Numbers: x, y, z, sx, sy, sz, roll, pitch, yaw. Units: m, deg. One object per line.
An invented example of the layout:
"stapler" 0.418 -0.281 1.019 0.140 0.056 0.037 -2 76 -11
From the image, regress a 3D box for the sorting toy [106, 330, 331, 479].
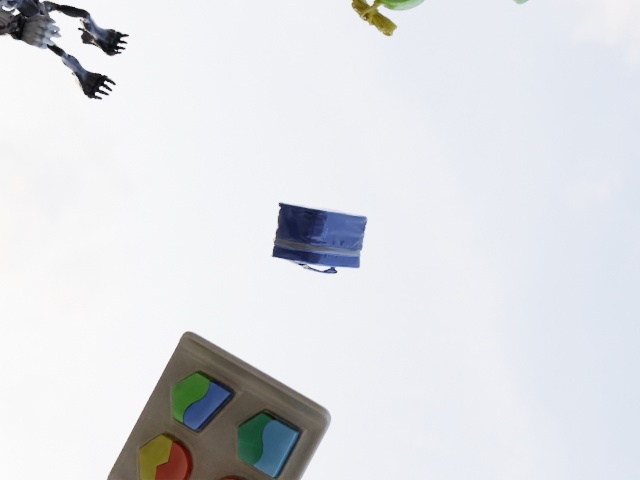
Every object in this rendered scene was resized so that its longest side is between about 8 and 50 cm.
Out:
"sorting toy" -0.115 0.230 1.407 0.193 0.038 0.208 28 -84 13

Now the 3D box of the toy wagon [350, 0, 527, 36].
"toy wagon" 0.165 -0.394 1.549 0.267 0.068 0.344 41 -90 17

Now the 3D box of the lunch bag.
"lunch bag" 0.000 0.000 1.314 0.067 0.098 0.065 13 -86 43

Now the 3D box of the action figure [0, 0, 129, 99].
"action figure" -0.363 -0.310 1.699 0.141 0.276 0.164 3 -116 42
